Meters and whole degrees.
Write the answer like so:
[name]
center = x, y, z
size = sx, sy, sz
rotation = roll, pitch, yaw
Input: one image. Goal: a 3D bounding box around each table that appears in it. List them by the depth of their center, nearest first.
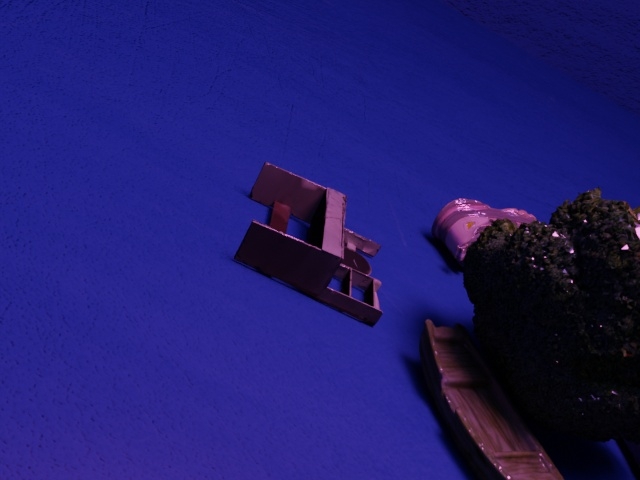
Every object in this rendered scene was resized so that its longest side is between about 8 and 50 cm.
[table]
center = 0.000, 0.000, 1.024
size = 0.175, 0.062, 0.146
rotation = 24, 29, -11

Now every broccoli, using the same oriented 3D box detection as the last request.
[broccoli]
center = 0.298, 0.069, 0.961
size = 0.275, 0.308, 0.308
rotation = -41, 70, -16

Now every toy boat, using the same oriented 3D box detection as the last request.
[toy boat]
center = 0.179, 0.199, 0.895
size = 0.093, 0.055, 0.293
rotation = 9, 35, -39

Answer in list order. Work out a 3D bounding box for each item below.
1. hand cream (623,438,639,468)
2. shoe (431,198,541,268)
[hand cream]
center = 0.384, 0.240, 1.049
size = 0.091, 0.058, 0.271
rotation = 25, 24, -22
[shoe]
center = 0.240, 0.009, 1.226
size = 0.180, 0.089, 0.092
rotation = 18, 30, -22
